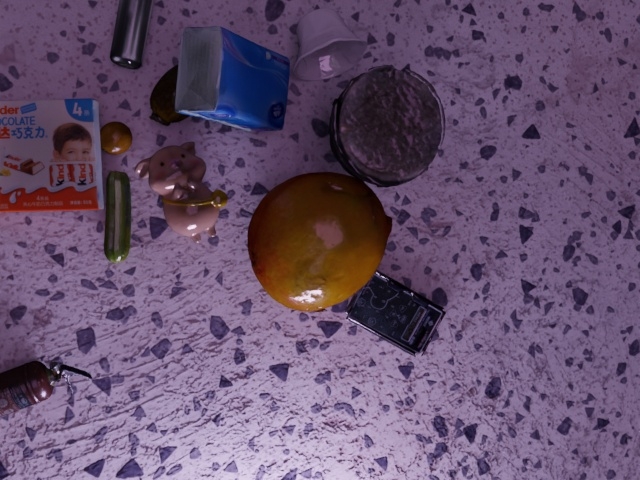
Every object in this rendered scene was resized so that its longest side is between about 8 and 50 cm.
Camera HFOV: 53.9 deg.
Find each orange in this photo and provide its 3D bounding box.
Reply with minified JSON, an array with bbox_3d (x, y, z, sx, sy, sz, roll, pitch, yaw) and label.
[{"bbox_3d":[-0.503,-0.250,1.541,0.085,0.085,0.085,-1,94,-14],"label":"orange"}]

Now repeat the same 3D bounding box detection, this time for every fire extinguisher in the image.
[{"bbox_3d":[-0.734,0.372,1.516,0.344,0.102,0.138,-20,131,-13],"label":"fire extinguisher"}]

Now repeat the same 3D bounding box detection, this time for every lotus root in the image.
[{"bbox_3d":[-0.342,-0.371,1.552,0.120,0.120,0.209,42,84,-13],"label":"lotus root"}]

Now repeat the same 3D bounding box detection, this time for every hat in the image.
[{"bbox_3d":[0.007,-0.513,1.621,0.203,0.203,0.126,-17,79,-13],"label":"hat"}]

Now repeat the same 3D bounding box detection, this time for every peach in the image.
[{"bbox_3d":[0.000,0.000,1.562,0.372,0.290,0.373,1,102,6],"label":"peach"}]

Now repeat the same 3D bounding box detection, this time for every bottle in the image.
[{"bbox_3d":[-0.460,-0.552,1.536,0.096,0.079,0.254,12,92,23],"label":"bottle"}]

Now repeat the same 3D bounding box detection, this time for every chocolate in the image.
[{"bbox_3d":[0.145,-0.290,1.634,0.303,0.213,0.303,-1,95,-15],"label":"chocolate"}]

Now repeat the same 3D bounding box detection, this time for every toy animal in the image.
[{"bbox_3d":[-0.333,-0.117,1.561,0.165,0.149,0.248,-24,92,-29],"label":"toy animal"}]

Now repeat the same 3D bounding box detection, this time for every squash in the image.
[{"bbox_3d":[-0.502,-0.057,1.558,0.066,0.066,0.229,1,93,-15],"label":"squash"}]

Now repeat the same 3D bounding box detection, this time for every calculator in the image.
[{"bbox_3d":[0.210,0.206,1.777,0.274,0.028,0.166,30,86,-15],"label":"calculator"}]

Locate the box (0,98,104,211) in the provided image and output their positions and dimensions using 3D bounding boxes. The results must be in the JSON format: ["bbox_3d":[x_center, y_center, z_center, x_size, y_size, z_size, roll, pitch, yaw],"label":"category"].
[{"bbox_3d":[-0.660,-0.200,1.491,0.273,0.048,0.265,-2,93,-1],"label":"box"}]

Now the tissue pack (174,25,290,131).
[{"bbox_3d":[-0.203,-0.379,1.511,0.263,0.146,0.198,3,93,-59],"label":"tissue pack"}]
